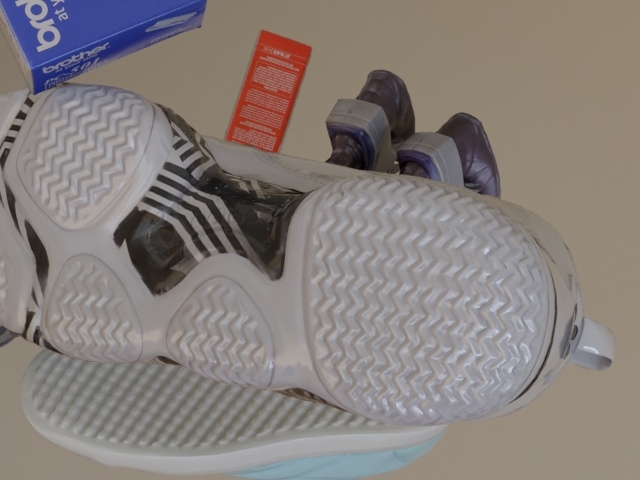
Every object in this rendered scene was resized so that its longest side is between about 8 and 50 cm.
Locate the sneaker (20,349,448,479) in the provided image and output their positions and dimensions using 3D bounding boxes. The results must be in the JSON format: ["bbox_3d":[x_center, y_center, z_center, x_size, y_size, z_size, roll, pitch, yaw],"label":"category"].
[{"bbox_3d":[-0.067,0.159,1.334,0.150,0.366,0.135,103,-12,-53],"label":"sneaker"}]

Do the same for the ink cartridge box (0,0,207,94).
[{"bbox_3d":[-0.144,-0.187,0.801,0.207,0.097,0.046,64,-13,7],"label":"ink cartridge box"}]

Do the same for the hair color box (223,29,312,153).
[{"bbox_3d":[-0.047,-0.082,1.187,0.043,0.141,0.072,19,2,-1],"label":"hair color box"}]

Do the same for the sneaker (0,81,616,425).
[{"bbox_3d":[-0.021,0.016,0.845,0.365,0.137,0.210,14,-1,29],"label":"sneaker"}]

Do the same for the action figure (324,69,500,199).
[{"bbox_3d":[0.000,0.000,1.021,0.185,0.285,0.099,20,-47,33],"label":"action figure"}]

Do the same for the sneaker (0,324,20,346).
[{"bbox_3d":[-0.239,0.020,1.247,0.131,0.148,0.350,35,-8,-14],"label":"sneaker"}]
